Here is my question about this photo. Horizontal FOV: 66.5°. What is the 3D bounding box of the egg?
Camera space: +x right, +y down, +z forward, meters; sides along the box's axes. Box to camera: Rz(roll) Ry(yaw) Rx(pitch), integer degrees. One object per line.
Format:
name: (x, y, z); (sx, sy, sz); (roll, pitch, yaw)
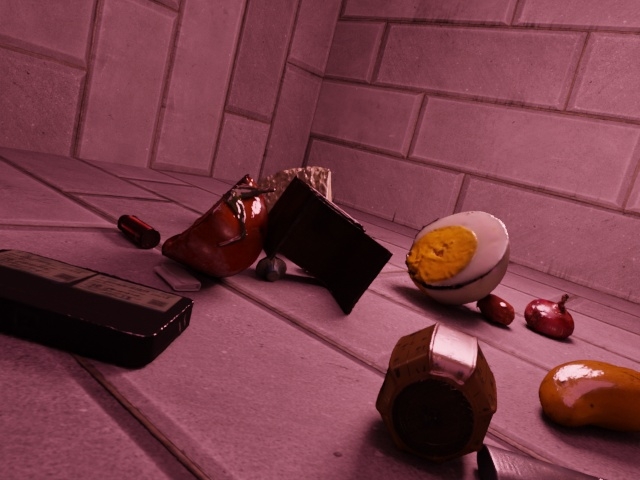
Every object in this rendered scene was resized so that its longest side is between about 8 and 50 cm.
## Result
egg: (0.433, 0.077, 1.476); (0.201, 0.337, 0.337); (51, -12, -32)

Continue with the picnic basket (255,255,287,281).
picnic basket: (-0.129, 0.068, 1.269); (0.083, 0.065, 0.083); (6, 29, -18)

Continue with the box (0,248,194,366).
box: (-0.395, 0.095, 0.767); (0.349, 0.058, 0.211); (15, 8, 2)

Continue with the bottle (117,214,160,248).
bottle: (-0.485, -0.029, 1.296); (0.164, 0.060, 0.060); (23, 13, 41)

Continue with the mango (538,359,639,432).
mango: (0.509, 0.279, 0.890); (0.261, 0.109, 0.157); (8, 16, -26)

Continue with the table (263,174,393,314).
table: (0.000, 0.000, 1.226); (0.250, 0.196, 0.282); (37, 3, -18)

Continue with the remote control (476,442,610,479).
remote control: (0.387, 0.337, 0.596); (0.377, 0.044, 0.107); (15, 14, 5)

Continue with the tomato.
tomato: (-0.225, -0.003, 1.150); (0.170, 0.309, 0.309); (51, 6, -9)

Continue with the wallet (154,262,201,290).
wallet: (-0.312, 0.078, 1.060); (0.061, 0.025, 0.122); (-3, 19, -39)

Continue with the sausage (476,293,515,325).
sausage: (0.514, 0.200, 1.435); (0.076, 0.076, 0.141); (12, 10, -13)

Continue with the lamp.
lamp: (0.162, 0.206, 0.680); (0.161, 0.162, 0.185); (17, 14, 14)

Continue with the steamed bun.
steamed bun: (-0.097, -0.102, 1.647); (0.271, 0.291, 0.273); (10, -8, 5)

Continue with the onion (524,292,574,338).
onion: (0.689, 0.207, 1.446); (0.149, 0.140, 0.150); (8, 27, -4)
